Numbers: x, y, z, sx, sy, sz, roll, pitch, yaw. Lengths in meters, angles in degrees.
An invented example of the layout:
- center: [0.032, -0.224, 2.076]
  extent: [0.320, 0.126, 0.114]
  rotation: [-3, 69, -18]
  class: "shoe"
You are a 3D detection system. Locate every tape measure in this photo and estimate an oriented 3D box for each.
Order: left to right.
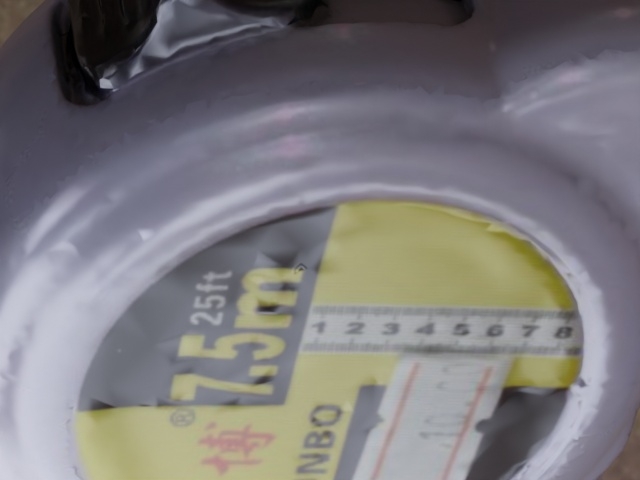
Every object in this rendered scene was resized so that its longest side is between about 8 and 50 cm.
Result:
- center: [-0.003, -0.002, 0.388]
  extent: [0.105, 0.178, 0.196]
  rotation: [-106, 27, -47]
  class: "tape measure"
